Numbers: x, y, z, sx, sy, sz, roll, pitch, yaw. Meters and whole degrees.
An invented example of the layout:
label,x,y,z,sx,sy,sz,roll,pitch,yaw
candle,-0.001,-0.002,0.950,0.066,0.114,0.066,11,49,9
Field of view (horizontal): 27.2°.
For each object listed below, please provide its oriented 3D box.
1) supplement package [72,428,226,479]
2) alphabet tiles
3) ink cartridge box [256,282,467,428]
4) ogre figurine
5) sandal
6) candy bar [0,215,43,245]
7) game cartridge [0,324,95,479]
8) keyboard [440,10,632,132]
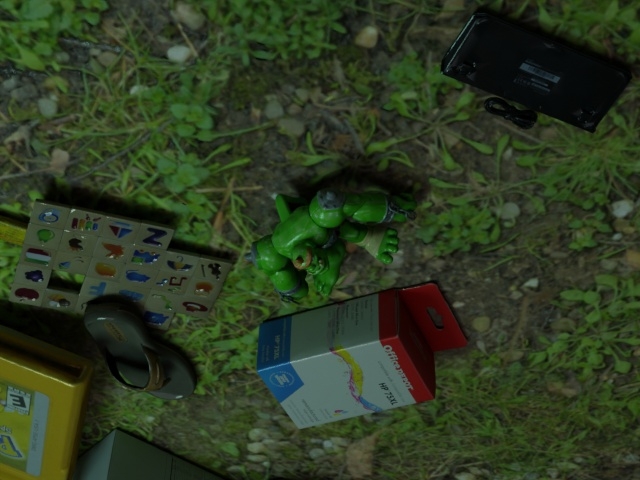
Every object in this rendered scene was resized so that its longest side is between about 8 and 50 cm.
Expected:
label,x,y,z,sx,sy,sz,roll,pitch,yaw
supplement package,-0.264,0.401,1.852,0.203,0.149,0.194,31,130,-27
alphabet tiles,-0.232,0.036,1.546,0.237,0.009,0.198,12,140,-15
ink cartridge box,0.053,0.142,1.609,0.231,0.078,0.134,-15,134,18
ogre figurine,0.000,0.000,1.456,0.197,0.097,0.118,-17,154,41
sandal,-0.226,0.151,1.640,0.090,0.060,0.219,-9,144,14
candy bar,-0.363,-0.016,1.506,0.161,0.018,0.040,19,136,-16
game cartridge,-0.443,0.216,1.687,0.285,0.053,0.324,21,133,2
keyboard,0.209,-0.160,1.320,0.180,0.023,0.108,19,128,-16
